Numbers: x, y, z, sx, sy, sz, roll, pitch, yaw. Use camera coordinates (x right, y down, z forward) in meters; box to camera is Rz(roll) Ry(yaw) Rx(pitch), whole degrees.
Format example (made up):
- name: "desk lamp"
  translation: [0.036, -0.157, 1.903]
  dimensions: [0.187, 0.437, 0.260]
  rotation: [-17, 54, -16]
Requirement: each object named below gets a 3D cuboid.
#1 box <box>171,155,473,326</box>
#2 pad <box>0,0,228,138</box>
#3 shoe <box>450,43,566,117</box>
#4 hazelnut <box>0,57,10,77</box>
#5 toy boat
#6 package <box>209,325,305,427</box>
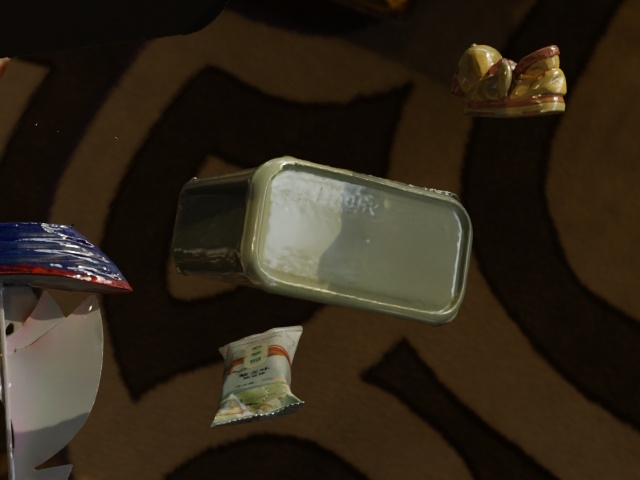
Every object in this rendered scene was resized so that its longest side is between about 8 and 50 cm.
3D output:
- name: "box"
  translation: [0.000, 0.000, 1.447]
  dimensions: [0.178, 0.274, 0.138]
  rotation: [0, 79, 55]
- name: "pad"
  translation: [-0.189, -0.227, 1.116]
  dimensions: [0.375, 0.063, 0.314]
  rotation: [0, 84, 37]
- name: "shoe"
  translation: [0.176, -0.146, 1.319]
  dimensions: [0.109, 0.072, 0.069]
  rotation: [13, 102, 54]
- name: "hazelnut"
  translation: [-0.450, -0.250, 1.622]
  dimensions: [0.241, 0.261, 0.261]
  rotation: [3, 73, 15]
- name: "toy boat"
  translation: [-0.301, 0.117, 1.608]
  dimensions: [0.219, 0.072, 0.318]
  rotation: [-25, 84, -18]
- name: "package"
  translation: [-0.024, 0.052, 0.560]
  dimensions: [0.037, 0.110, 0.015]
  rotation: [-16, 102, 2]
